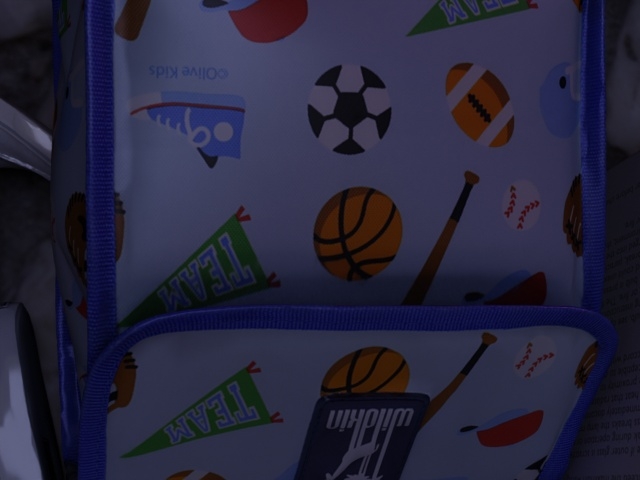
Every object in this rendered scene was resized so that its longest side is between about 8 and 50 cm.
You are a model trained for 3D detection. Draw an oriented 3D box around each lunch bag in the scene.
[{"bbox_3d":[0.000,0.000,0.603,0.328,0.239,0.385,0,94,-19],"label":"lunch bag"}]

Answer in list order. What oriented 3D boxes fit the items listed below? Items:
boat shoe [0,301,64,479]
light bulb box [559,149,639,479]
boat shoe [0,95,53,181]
[{"bbox_3d":[-0.209,0.189,0.580,0.105,0.113,0.306,-13,76,-8],"label":"boat shoe"},{"bbox_3d":[0.346,0.149,0.650,0.358,0.225,0.361,11,73,-10],"label":"light bulb box"},{"bbox_3d":[-0.247,-0.078,0.668,0.184,0.066,0.063,31,89,-7],"label":"boat shoe"}]
